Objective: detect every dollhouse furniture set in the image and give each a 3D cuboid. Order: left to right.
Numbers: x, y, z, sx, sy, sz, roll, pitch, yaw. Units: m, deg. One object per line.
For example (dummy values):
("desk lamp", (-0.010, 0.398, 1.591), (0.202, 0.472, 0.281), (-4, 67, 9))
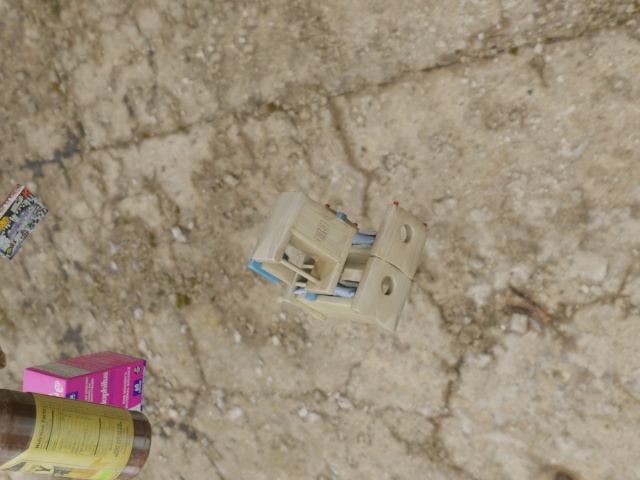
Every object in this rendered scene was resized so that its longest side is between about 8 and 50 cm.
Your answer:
("dollhouse furniture set", (0.000, 0.000, 0.827), (0.183, 0.129, 0.129), (33, 160, -36))

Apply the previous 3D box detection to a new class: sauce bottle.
("sauce bottle", (-0.407, 0.265, 1.057), (0.111, 0.344, 0.111), (-25, 55, 42))

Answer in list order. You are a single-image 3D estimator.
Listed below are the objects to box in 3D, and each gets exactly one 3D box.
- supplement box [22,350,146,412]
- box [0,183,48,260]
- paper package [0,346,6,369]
("supplement box", (-0.451, 0.291, 1.467), (0.114, 0.220, 0.111), (7, 95, 28))
("box", (-0.648, -0.039, 1.611), (0.027, 0.137, 0.094), (19, 157, 26))
("paper package", (-0.474, 0.033, 0.594), (0.324, 0.168, 0.310), (-20, 99, 19))
